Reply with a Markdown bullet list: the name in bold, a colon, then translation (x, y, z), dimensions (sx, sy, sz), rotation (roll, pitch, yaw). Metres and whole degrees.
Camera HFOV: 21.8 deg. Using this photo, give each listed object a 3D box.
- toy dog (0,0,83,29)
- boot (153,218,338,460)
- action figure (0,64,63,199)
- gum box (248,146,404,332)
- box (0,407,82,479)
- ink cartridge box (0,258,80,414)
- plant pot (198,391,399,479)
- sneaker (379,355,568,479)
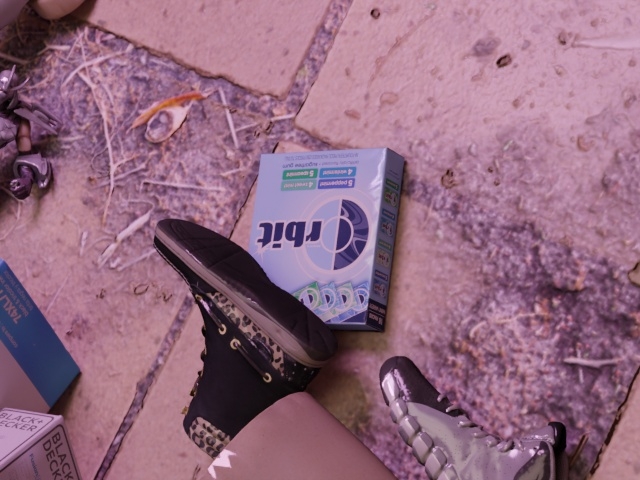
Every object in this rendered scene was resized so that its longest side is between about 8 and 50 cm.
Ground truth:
- **toy dog**: translation (-0.444, -0.282, 1.984), dimensions (0.333, 0.220, 0.161), rotation (-27, 33, -16)
- **boot**: translation (-0.109, 0.105, 1.678), dimensions (0.236, 0.085, 0.178), rotation (39, 115, 24)
- **action figure**: translation (-0.416, -0.085, 1.941), dimensions (0.285, 0.185, 0.099), rotation (-57, 13, 20)
- **gum box**: translation (0.000, 0.000, 1.707), dimensions (0.157, 0.041, 0.184), rotation (-1, 75, 33)
- **box**: translation (-0.356, 0.309, 1.660), dimensions (0.087, 0.290, 0.169), rotation (2, 115, 34)
- **ink cartridge box**: translation (-0.441, 0.159, 1.785), dimensions (0.198, 0.197, 0.270), rotation (14, 55, 35)
- **plant pot**: translation (0.026, 0.315, 1.484), dimensions (0.274, 0.256, 0.256), rotation (32, 93, 19)
- **sneaker**: translation (0.156, 0.182, 1.530), dimensions (0.132, 0.086, 0.229), rotation (-34, 69, 13)
